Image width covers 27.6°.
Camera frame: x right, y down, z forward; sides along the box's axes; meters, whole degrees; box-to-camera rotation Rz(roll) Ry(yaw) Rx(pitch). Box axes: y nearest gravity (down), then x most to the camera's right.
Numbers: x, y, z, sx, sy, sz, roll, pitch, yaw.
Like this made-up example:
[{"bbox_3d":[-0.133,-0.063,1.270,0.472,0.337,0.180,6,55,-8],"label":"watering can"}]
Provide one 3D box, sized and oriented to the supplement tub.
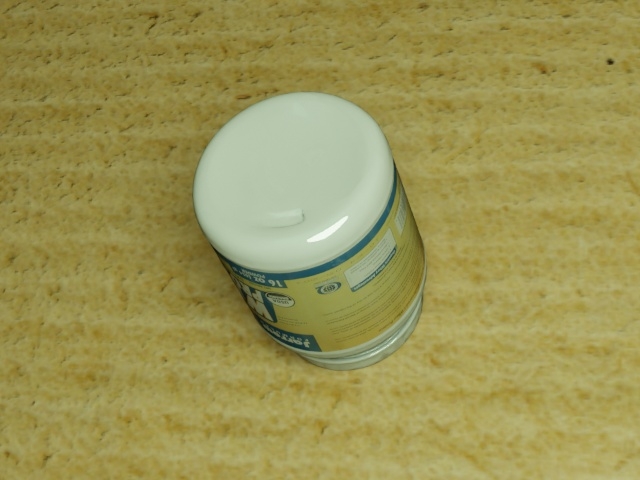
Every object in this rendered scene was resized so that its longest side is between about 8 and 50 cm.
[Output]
[{"bbox_3d":[0.000,0.000,0.971,0.144,0.200,0.144,-8,57,12],"label":"supplement tub"}]
